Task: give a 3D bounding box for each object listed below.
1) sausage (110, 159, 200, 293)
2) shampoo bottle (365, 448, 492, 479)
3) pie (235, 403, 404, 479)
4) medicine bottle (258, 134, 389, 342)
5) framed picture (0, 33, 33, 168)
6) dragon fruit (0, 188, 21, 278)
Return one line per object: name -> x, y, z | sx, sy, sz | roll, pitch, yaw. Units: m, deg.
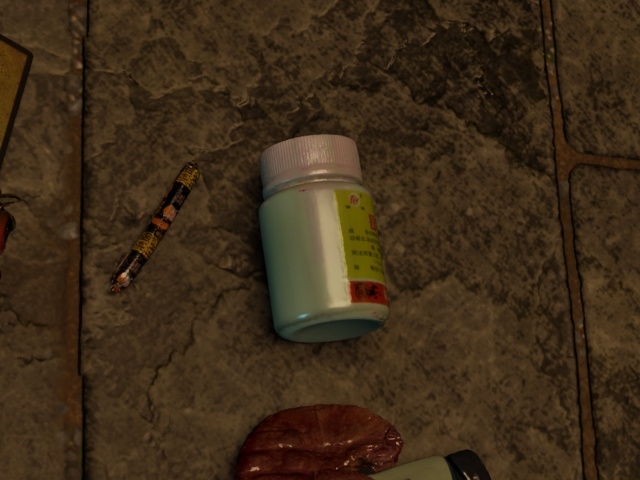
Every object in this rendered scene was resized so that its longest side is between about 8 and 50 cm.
sausage -> -0.194, -0.018, 1.679 | 0.198, 0.025, 0.028 | -60, 143, -26
shampoo bottle -> 0.039, 0.343, 1.617 | 0.359, 0.078, 0.134 | -12, 69, -24
pie -> 0.007, 0.264, 1.590 | 0.204, 0.054, 0.219 | 6, 34, 4
medicine bottle -> 0.000, 0.000, 1.685 | 0.139, 0.139, 0.225 | -3, 74, -22
framed picture -> -0.481, -0.173, 1.547 | 0.338, 0.014, 0.255 | 30, 61, -38
dragon fruit -> -0.426, 0.044, 1.468 | 0.234, 0.234, 0.293 | 48, 54, -1
